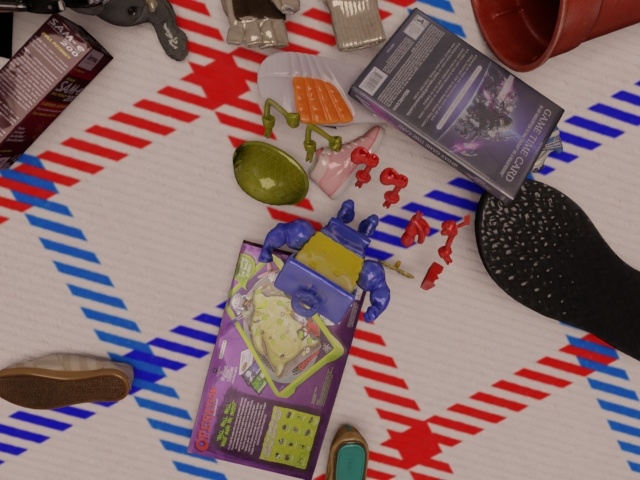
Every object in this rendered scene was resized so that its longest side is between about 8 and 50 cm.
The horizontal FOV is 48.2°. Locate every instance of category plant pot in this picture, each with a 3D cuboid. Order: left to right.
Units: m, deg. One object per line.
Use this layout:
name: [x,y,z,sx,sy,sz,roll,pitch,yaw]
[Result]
plant pot: [0.377,-0.397,0.983,0.265,0.272,0.273,-16,98,-9]

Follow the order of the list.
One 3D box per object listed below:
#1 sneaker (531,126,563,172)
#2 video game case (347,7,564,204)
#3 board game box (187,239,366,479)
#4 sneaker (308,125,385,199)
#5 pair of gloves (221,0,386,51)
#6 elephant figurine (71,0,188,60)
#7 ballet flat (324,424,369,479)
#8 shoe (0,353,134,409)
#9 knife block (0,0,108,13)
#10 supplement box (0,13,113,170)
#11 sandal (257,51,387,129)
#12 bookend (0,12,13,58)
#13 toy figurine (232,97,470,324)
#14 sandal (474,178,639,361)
sneaker: [0.319,-0.125,1.109,0.135,0.052,0.058,-31,102,1]
video game case: [0.202,-0.200,1.035,0.274,0.026,0.196,36,62,1]
board game box: [-0.068,0.192,1.131,0.208,0.056,0.347,15,96,-9]
sneaker: [0.035,-0.133,1.089,0.070,0.051,0.134,38,98,-13]
pair of gloves: [-0.026,-0.373,1.033,0.240,0.042,0.204,-3,81,-4]
elephant figurine: [-0.299,-0.376,0.996,0.186,0.169,0.240,16,115,23]
ballet flat: [0.039,0.408,1.154,0.080,0.073,0.232,8,103,-9]
shoe: [-0.399,0.217,1.115,0.219,0.058,0.077,0,118,0]
knife block: [-0.420,-0.342,0.921,0.242,0.275,0.088,-8,112,-32]
supplement box: [-0.413,-0.204,1.015,0.073,0.130,0.239,44,94,-8]
sandal: [0.034,-0.210,1.066,0.265,0.076,0.102,5,86,-12]
bookend: [-0.528,-0.349,1.017,0.157,0.072,0.156,5,98,-3]
toy figurine: [0.000,0.000,0.990,0.362,0.191,0.217,32,52,0]
sandal: [0.396,0.057,1.123,0.445,0.107,0.168,34,93,-19]
